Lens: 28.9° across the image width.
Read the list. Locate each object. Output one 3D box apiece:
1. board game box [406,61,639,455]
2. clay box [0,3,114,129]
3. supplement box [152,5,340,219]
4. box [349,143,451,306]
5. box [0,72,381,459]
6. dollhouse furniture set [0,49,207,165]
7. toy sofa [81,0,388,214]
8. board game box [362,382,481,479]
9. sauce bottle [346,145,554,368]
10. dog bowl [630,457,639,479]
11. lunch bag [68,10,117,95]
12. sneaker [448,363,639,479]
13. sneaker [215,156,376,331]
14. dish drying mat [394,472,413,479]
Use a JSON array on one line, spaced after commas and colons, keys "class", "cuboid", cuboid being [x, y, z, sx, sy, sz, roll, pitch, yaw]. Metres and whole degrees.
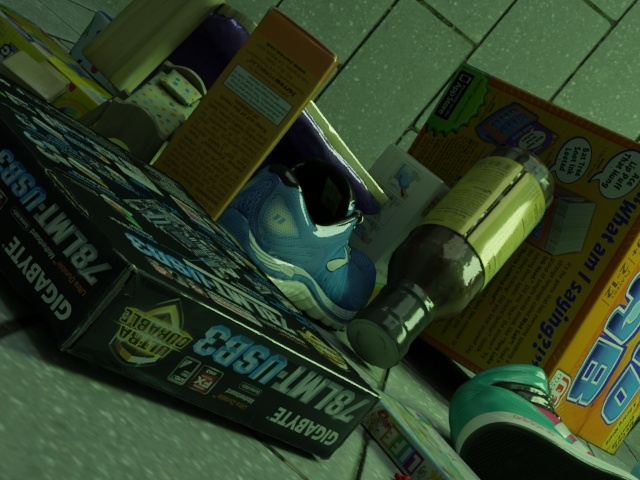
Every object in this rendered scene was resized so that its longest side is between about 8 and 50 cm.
[{"class": "board game box", "cuboid": [0.308, 0.033, 1.735, 0.356, 0.357, 0.356, 32, 0, 35]}, {"class": "clay box", "cuboid": [-0.284, -0.171, 1.299, 0.222, 0.053, 0.127, 41, 6, 14]}, {"class": "supplement box", "cuboid": [-0.082, -0.090, 1.092, 0.080, 0.233, 0.078, 36, 6, -2]}, {"class": "box", "cuboid": [0.083, -0.002, 1.590, 0.103, 0.203, 0.114, 42, 4, 37]}, {"class": "box", "cuboid": [-0.129, 0.007, 0.861, 0.293, 0.073, 0.295, 45, 8, 37]}, {"class": "dollhouse furniture set", "cuboid": [-0.189, -0.150, 1.166, 0.161, 0.101, 0.182, 39, 33, -3]}, {"class": "toy sofa", "cuboid": [-0.088, -0.123, 1.412, 0.177, 0.150, 0.362, 43, -4, 46]}, {"class": "board game box", "cuboid": [0.095, 0.192, 1.094, 0.103, 0.026, 0.154, 34, 8, -45]}, {"class": "sauce bottle", "cuboid": [0.150, 0.017, 1.445, 0.111, 0.344, 0.111, 26, -43, 26]}, {"class": "dog bowl", "cuboid": [0.518, 0.367, 1.829, 0.074, 0.166, 0.297, 30, 1, 29]}, {"class": "lunch bag", "cuboid": [-0.184, -0.165, 1.614, 0.303, 0.115, 0.243, 34, 6, -39]}, {"class": "sneaker", "cuboid": [0.243, 0.232, 1.316, 0.295, 0.124, 0.178, 36, 16, -22]}, {"class": "sneaker", "cuboid": [0.000, 0.000, 1.351, 0.130, 0.147, 0.330, 43, 6, 23]}, {"class": "dish drying mat", "cuboid": [0.084, 0.212, 0.975, 0.032, 0.008, 0.083, 38, 6, -28]}]
